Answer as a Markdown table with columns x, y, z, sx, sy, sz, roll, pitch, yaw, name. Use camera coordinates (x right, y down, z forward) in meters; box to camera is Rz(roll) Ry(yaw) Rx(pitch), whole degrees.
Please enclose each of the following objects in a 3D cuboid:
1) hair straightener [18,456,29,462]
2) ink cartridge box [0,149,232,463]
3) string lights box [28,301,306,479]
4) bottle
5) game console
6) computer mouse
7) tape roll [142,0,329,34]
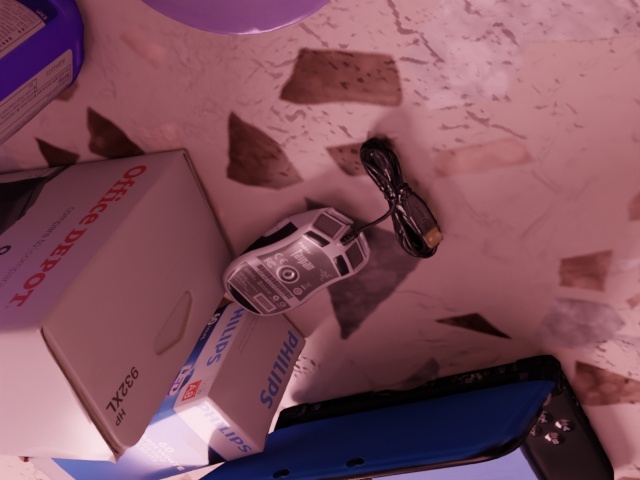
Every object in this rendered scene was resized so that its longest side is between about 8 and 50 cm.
| x | y | z | sx | sy | sz | roll | pitch | yaw | name |
| --- | --- | --- | --- | --- | --- | --- | --- | --- | --- |
| -0.370 | 0.172 | 0.863 | 0.089 | 0.047 | 0.230 | -10 | 118 | 26 | hair straightener |
| -0.259 | 0.047 | 0.600 | 0.308 | 0.223 | 0.129 | -4 | 124 | 22 | ink cartridge box |
| -0.148 | 0.155 | 0.705 | 0.260 | 0.133 | 0.076 | -26 | 115 | 33 | string lights box |
| -0.260 | -0.087 | 0.457 | 0.118 | 0.282 | 0.092 | 18 | 130 | 3 | bottle |
| 0.081 | 0.217 | 0.646 | 0.293 | 0.173 | 0.250 | -18 | 119 | 29 | game console |
| 0.000 | 0.000 | 0.596 | 0.193 | 0.042 | 0.106 | -27 | 119 | 28 | computer mouse |
| -0.048 | -0.220 | 0.412 | 0.189 | 0.080 | 0.189 | 9 | 128 | 12 | tape roll |
